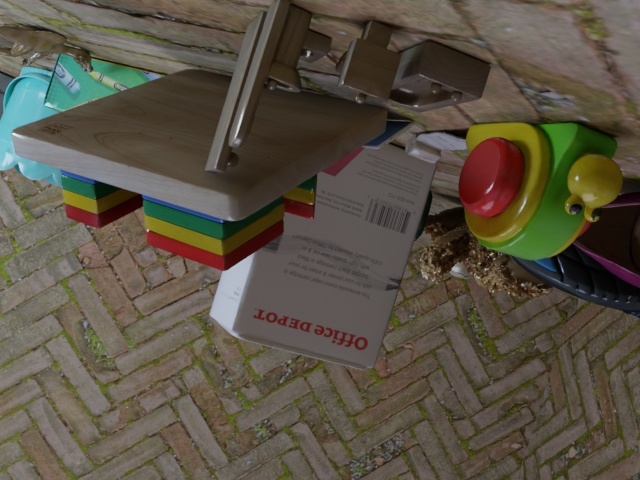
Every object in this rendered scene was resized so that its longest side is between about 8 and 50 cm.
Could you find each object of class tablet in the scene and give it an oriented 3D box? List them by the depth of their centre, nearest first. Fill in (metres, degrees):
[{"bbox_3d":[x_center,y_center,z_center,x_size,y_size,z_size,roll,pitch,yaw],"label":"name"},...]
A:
[{"bbox_3d":[0.055,-0.113,0.871,0.083,0.054,0.006,15,135,56],"label":"tablet"}]

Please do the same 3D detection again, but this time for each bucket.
[{"bbox_3d":[-0.436,-0.180,1.461,0.281,0.183,0.281,17,179,0],"label":"bucket"}]

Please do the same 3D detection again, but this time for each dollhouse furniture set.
[{"bbox_3d":[0.012,-0.089,0.614,0.151,0.123,0.144,18,179,-16],"label":"dollhouse furniture set"}]

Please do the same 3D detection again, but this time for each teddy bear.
[{"bbox_3d":[0.286,0.032,1.312,0.245,0.113,0.338,-21,-159,-36],"label":"teddy bear"}]

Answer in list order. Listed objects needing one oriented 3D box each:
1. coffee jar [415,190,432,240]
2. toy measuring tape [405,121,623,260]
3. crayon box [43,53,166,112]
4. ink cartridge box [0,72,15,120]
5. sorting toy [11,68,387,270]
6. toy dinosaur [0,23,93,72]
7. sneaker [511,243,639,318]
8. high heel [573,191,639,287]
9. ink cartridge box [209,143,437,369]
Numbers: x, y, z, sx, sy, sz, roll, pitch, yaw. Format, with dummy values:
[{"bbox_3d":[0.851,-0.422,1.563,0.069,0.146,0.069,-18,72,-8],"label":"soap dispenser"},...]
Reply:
[{"bbox_3d":[0.082,-0.067,1.344,0.185,0.096,0.079,18,176,-15],"label":"coffee jar"},{"bbox_3d":[0.157,-0.047,0.775,0.122,0.121,0.330,18,179,-22],"label":"toy measuring tape"},{"bbox_3d":[-0.209,-0.169,1.122,0.279,0.081,0.165,17,178,21],"label":"crayon box"},{"bbox_3d":[-0.780,-0.314,1.621,0.289,0.121,0.211,16,179,23],"label":"ink cartridge box"},{"bbox_3d":[-0.107,-0.077,0.802,0.257,0.089,0.255,17,-149,27],"label":"sorting toy"},{"bbox_3d":[-0.355,-0.242,0.991,0.093,0.053,0.183,-1,178,27],"label":"toy dinosaur"},{"bbox_3d":[0.373,0.049,1.001,0.341,0.125,0.139,18,156,-2],"label":"sneaker"},{"bbox_3d":[0.333,0.020,0.705,0.182,0.127,0.377,7,-178,1],"label":"high heel"},{"bbox_3d":[0.000,0.000,1.058,0.207,0.282,0.117,18,179,-24],"label":"ink cartridge box"}]
